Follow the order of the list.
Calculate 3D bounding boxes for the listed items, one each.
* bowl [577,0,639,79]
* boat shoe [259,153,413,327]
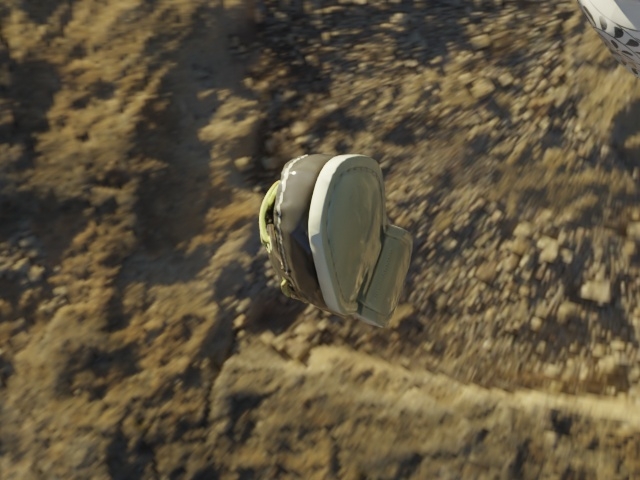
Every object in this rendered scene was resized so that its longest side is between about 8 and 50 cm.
[{"bbox_3d":[0.183,-0.159,0.820,0.170,0.080,0.170,1,92,41],"label":"bowl"},{"bbox_3d":[0.000,0.000,0.908,0.069,0.228,0.081,17,79,14],"label":"boat shoe"}]
